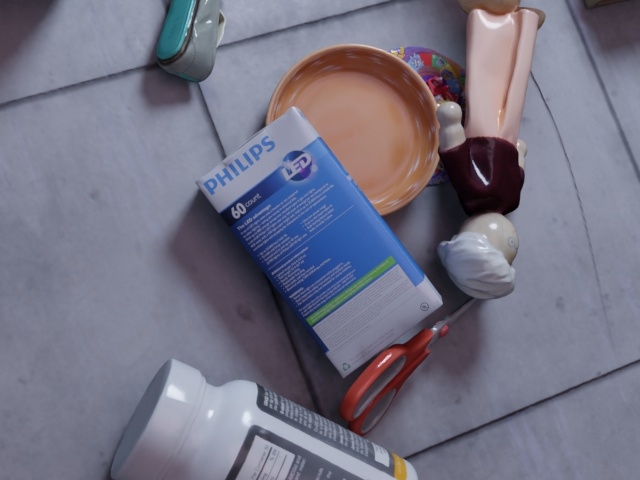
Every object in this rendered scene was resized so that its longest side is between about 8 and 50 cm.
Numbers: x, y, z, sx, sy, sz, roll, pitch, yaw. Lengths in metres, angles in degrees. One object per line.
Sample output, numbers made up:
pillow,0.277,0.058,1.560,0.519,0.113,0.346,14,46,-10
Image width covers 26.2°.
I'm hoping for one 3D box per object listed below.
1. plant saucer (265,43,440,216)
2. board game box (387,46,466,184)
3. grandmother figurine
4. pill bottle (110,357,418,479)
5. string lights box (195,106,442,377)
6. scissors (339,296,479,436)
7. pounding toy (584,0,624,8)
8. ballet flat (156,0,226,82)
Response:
plant saucer,0.036,-0.119,1.534,0.200,0.037,0.200,1,83,-9
board game box,0.121,-0.151,1.590,0.133,0.033,0.169,26,69,-13
grandmother figurine,0.189,-0.104,1.534,0.208,0.104,0.342,15,76,-46
pill bottle,-0.055,0.236,1.364,0.278,0.162,0.162,28,69,-11
string lights box,0.000,0.000,1.458,0.133,0.077,0.260,-37,91,6
scissors,0.122,0.102,1.494,0.021,0.109,0.297,35,64,26
pounding toy,0.373,-0.358,1.678,0.141,0.130,0.100,-15,82,-22
ballet flat,-0.130,-0.274,1.521,0.068,0.072,0.213,26,68,-41
